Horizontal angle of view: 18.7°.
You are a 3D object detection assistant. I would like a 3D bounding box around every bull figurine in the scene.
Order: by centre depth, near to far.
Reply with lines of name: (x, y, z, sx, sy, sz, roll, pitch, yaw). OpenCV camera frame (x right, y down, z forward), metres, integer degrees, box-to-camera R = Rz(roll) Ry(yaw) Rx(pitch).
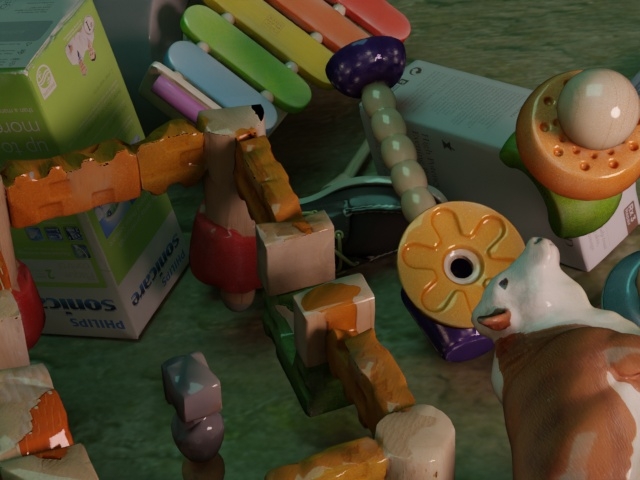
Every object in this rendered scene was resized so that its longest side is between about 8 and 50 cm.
bull figurine: (0.191, 0.124, 1.271, 0.188, 0.101, 0.310, -14, 48, 20)

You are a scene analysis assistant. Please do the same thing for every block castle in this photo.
block castle: (-0.104, 0.120, 1.421, 0.303, 0.213, 0.453, -15, 43, -15)

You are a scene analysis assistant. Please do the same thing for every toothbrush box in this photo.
toothbrush box: (-0.262, -0.061, 1.682, 0.206, 0.283, 0.122, 2, 41, 27)

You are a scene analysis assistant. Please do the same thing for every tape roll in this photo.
tape roll: (-0.130, -0.194, 1.860, 0.072, 0.219, 0.219, 5, 41, 29)

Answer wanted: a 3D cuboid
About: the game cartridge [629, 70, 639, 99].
game cartridge: (0.310, -0.141, 1.765, 0.056, 0.017, 0.083, 12, 45, 42)

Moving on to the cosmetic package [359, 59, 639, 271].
cosmetic package: (0.151, -0.066, 1.649, 0.085, 0.117, 0.231, -40, 39, -27)

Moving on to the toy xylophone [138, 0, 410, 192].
toy xylophone: (-0.026, -0.169, 1.789, 0.236, 0.081, 0.323, 31, 47, -6)

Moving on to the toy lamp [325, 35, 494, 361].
toy lamp: (0.079, -0.033, 1.574, 0.080, 0.080, 0.275, -18, 66, 1)

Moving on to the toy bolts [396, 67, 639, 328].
toy bolts: (0.188, 0.004, 1.416, 0.218, 0.158, 0.228, -35, 77, -16)

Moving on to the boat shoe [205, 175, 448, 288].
boat shoe: (0.000, 0.000, 1.663, 0.228, 0.081, 0.069, -8, 41, 23)
